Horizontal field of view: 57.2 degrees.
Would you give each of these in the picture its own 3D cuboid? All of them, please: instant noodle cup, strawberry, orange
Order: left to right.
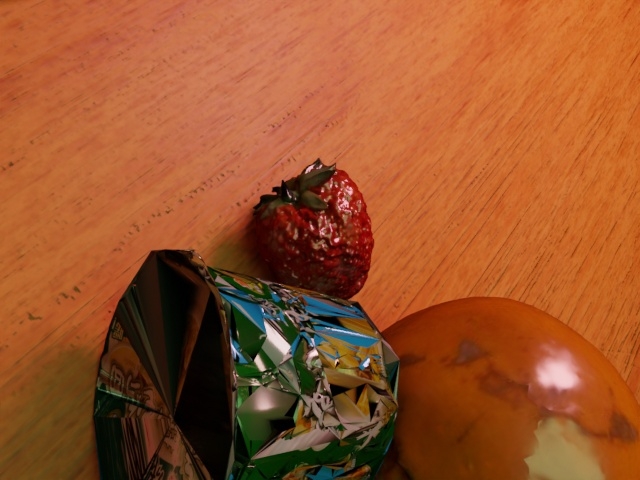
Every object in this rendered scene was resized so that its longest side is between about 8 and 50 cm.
[{"bbox_3d":[-0.059,0.130,0.487,0.178,0.240,0.240,10,76,-40],"label":"instant noodle cup"},{"bbox_3d":[0.000,-0.001,0.614,0.131,0.131,0.148,-36,95,-34],"label":"strawberry"},{"bbox_3d":[0.161,0.208,0.577,0.312,0.312,0.312,7,78,-34],"label":"orange"}]
